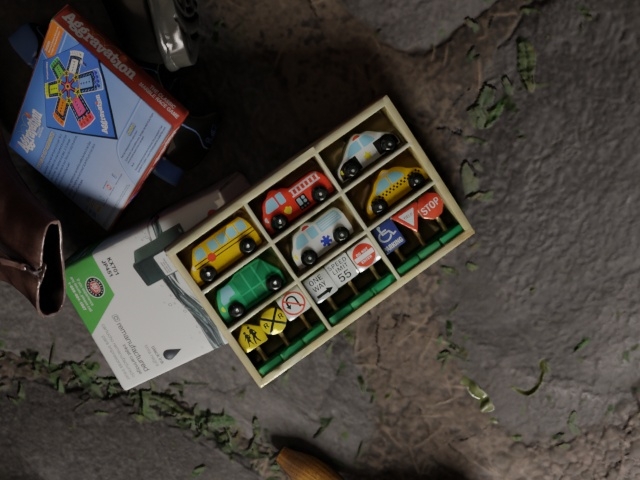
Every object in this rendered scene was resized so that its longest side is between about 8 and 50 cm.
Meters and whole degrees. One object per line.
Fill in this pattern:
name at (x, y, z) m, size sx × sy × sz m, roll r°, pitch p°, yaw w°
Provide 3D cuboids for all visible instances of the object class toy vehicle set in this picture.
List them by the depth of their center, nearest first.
toy vehicle set at (0.000, 0.000, 1.265) m, size 0.267 × 0.035 × 0.166 m, roll -36°, pitch 101°, yaw -6°

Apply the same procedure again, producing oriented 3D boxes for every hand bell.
hand bell at (0.054, 0.299, 1.385) m, size 0.242 × 0.126 × 0.126 m, roll 31°, pitch 111°, yaw 13°

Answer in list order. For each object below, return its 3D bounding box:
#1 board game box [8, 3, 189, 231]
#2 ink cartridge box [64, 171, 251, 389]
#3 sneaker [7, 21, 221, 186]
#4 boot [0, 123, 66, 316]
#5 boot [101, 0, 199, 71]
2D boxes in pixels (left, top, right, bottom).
board game box at (-0.224, -0.109, 1.248) m, size 0.145 × 0.027 × 0.281 m, roll 41°, pitch 152°, yaw -4°
ink cartridge box at (-0.144, 0.042, 1.340) m, size 0.208 × 0.087 × 0.153 m, roll -26°, pitch 100°, yaw 17°
sneaker at (-0.206, -0.159, 1.302) m, size 0.232 × 0.081 × 0.090 m, roll 40°, pitch 92°, yaw 1°
boot at (-0.322, -0.066, 1.300) m, size 0.207 × 0.090 × 0.248 m, roll 32°, pitch 129°, yaw 36°
boot at (-0.278, -0.296, 1.236) m, size 0.260 × 0.131 × 0.348 m, roll -20°, pitch 92°, yaw 9°
